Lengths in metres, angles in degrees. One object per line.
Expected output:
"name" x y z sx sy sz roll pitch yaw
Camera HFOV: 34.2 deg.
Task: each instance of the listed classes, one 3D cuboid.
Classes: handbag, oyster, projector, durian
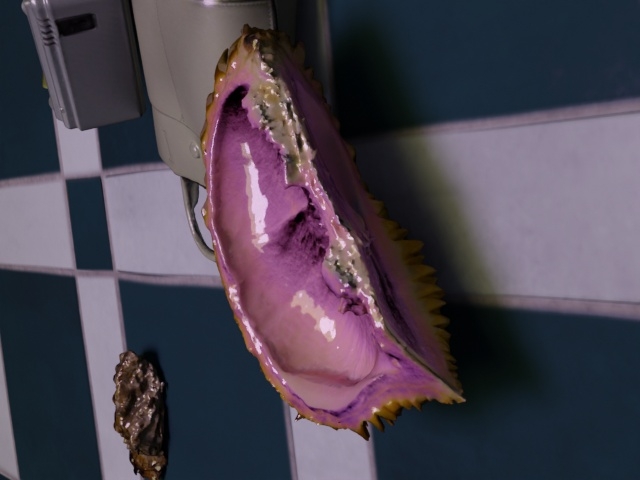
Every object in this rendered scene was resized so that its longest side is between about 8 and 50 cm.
"handbag" -0.091 -0.124 0.985 0.241 0.109 0.315 36 139 47
"oyster" -0.224 0.209 1.256 0.105 0.056 0.177 51 141 46
"projector" -0.259 -0.262 1.069 0.192 0.099 0.257 90 162 -55
"durian" -0.001 -0.001 0.824 0.341 0.112 0.191 62 144 16

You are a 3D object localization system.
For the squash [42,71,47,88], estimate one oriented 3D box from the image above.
"squash" -0.342 -0.237 1.334 0.027 0.027 0.083 31 122 48
